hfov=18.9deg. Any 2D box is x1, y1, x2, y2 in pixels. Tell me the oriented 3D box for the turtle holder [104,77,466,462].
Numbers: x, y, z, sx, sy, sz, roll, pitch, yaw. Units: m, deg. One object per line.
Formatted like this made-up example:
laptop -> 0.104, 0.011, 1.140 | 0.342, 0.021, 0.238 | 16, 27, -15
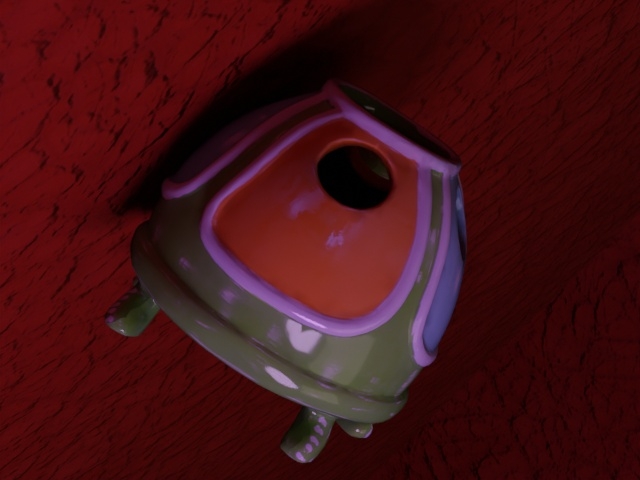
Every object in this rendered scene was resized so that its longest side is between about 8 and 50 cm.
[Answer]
turtle holder -> 0.010, 0.010, 1.427 | 0.227, 0.243, 0.320 | -58, 151, 10
